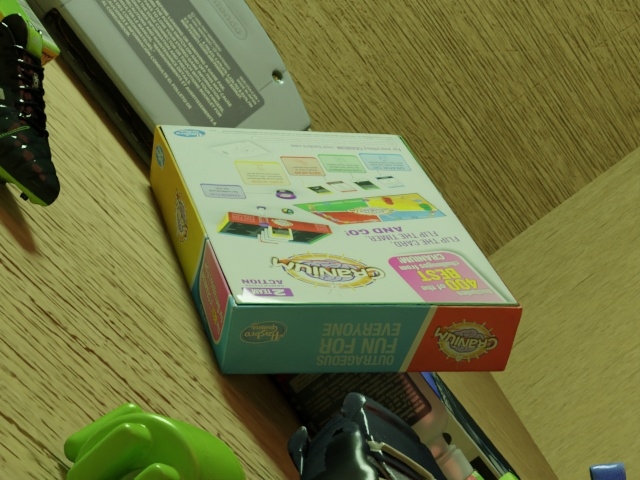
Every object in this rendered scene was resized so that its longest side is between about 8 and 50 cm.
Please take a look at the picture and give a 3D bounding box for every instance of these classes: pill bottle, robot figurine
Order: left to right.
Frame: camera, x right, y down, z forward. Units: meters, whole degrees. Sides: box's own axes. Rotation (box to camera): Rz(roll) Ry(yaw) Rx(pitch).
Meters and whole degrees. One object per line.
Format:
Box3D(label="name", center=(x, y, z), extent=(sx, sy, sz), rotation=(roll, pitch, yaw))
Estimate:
Box3D(label="robot figurine", center=(-0.075, 0.118, 0.733), extent=(0.101, 0.067, 0.115), rotation=(47, 3, 21))
Box3D(label="pill bottle", center=(0.046, 0.148, 1.330), extent=(0.180, 0.108, 0.108), rotation=(54, 6, 6))

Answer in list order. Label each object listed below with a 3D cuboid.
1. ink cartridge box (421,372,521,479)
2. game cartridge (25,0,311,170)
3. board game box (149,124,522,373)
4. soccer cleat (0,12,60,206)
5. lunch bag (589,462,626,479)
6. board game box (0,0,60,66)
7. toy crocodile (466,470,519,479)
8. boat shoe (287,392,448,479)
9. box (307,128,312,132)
Box3D(label="ink cartridge box", center=(0.163, 0.245, 1.928), extent=(0.332, 0.065, 0.165), rotation=(50, 7, -24))
Box3D(label="game cartridge", center=(-0.146, -0.188, 1.513), extent=(0.297, 0.062, 0.198), rotation=(53, 44, -6))
Box3D(label="board game box", center=(0.000, 0.000, 1.324), extent=(0.316, 0.242, 0.064), rotation=(-118, -146, -56))
Box3D(label="soccer cleat", center=(-0.202, -0.099, 0.986), extent=(0.179, 0.072, 0.060), rotation=(56, 6, 28))
Box3D(label="lunch bag", center=(0.264, 0.322, 1.238), extent=(0.221, 0.138, 0.293), rotation=(81, -2, -87))
Box3D(label="board game box", center=(-0.311, -0.256, 1.251), extent=(0.259, 0.039, 0.124), rotation=(57, 5, 7))
Box3D(label="toy crocodile", center=(0.136, 0.263, 1.318), extent=(0.105, 0.115, 0.340), rotation=(49, 6, -7))
Box3D(label="boat shoe", center=(0.104, 0.244, 1.093), extent=(0.340, 0.127, 0.158), rotation=(50, 13, -29))
Box3D(label="box", center=(-0.119, -0.185, 1.950), extent=(0.181, 0.119, 0.182), rotation=(57, 7, 30))
